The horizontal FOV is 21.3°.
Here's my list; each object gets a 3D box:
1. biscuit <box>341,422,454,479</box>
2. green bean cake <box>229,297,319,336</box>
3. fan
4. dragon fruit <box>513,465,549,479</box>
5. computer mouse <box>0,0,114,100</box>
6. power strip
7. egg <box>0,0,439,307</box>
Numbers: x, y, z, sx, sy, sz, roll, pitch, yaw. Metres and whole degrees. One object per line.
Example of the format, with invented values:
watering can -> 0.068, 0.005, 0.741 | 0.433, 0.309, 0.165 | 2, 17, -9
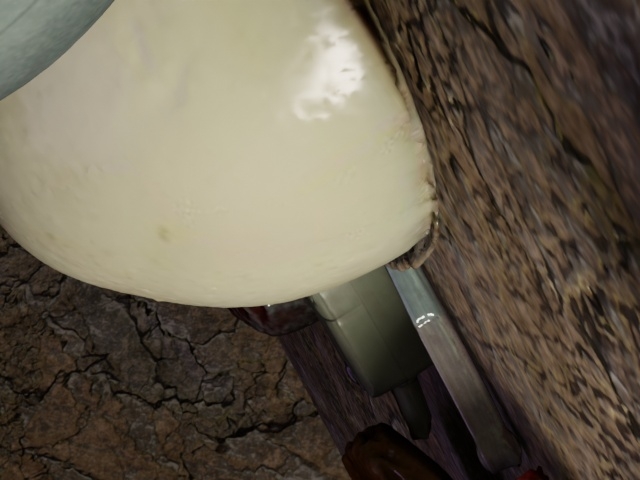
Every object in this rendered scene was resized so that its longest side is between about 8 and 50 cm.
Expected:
biscuit -> 0.107, 0.217, 1.034 | 0.277, 0.052, 0.262 | 54, 173, 15
green bean cake -> -0.062, -0.047, 1.197 | 0.232, 0.097, 0.198 | 64, 175, -12
fan -> 0.034, -0.005, 0.902 | 0.282, 0.023, 0.057 | 64, 173, 10
dragon fruit -> 0.092, 0.272, 0.765 | 0.262, 0.211, 0.134 | 58, -177, -11
computer mouse -> -0.090, -0.195, 0.500 | 0.188, 0.122, 0.371 | -106, 17, -45
power strip -> 0.000, 0.000, 1.004 | 0.288, 0.053, 0.093 | 59, 176, -22
egg -> -0.075, -0.074, 0.749 | 0.264, 0.174, 0.286 | 57, 167, 11
